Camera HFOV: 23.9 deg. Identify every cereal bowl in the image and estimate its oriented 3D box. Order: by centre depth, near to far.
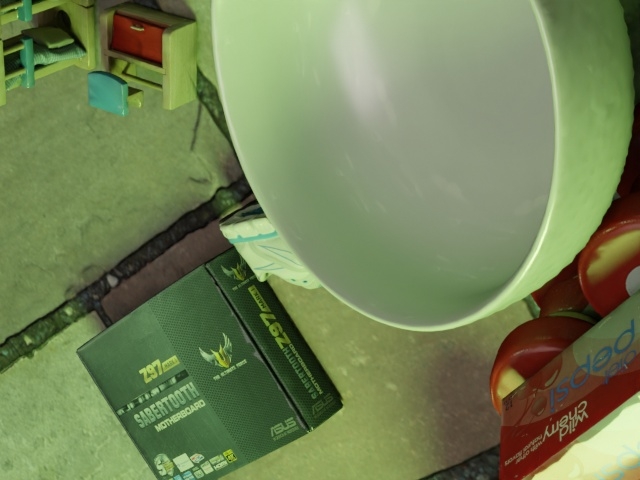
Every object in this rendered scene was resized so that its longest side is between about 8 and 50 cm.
[{"bbox_3d":[0.079,-0.116,1.000,0.339,0.141,0.338,28,127,45],"label":"cereal bowl"}]

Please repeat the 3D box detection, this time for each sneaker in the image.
[{"bbox_3d":[0.000,0.000,1.301,0.191,0.071,0.083,-6,114,47],"label":"sneaker"}]

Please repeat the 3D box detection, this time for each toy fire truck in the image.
[{"bbox_3d":[0.278,0.061,1.067,0.254,0.169,0.302,29,130,-1],"label":"toy fire truck"}]

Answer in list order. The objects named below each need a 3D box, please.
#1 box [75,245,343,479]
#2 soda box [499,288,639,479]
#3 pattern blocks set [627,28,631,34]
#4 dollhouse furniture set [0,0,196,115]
[{"bbox_3d":[-0.111,0.131,1.447,0.233,0.059,0.183,-31,90,42],"label":"box"},{"bbox_3d":[0.223,0.082,0.932,0.083,0.092,0.263,31,128,-18],"label":"soda box"},{"bbox_3d":[0.169,-0.235,0.974,0.285,0.026,0.325,13,151,30],"label":"pattern blocks set"},{"bbox_3d":[-0.220,-0.188,1.322,0.184,0.129,0.128,20,122,30],"label":"dollhouse furniture set"}]
